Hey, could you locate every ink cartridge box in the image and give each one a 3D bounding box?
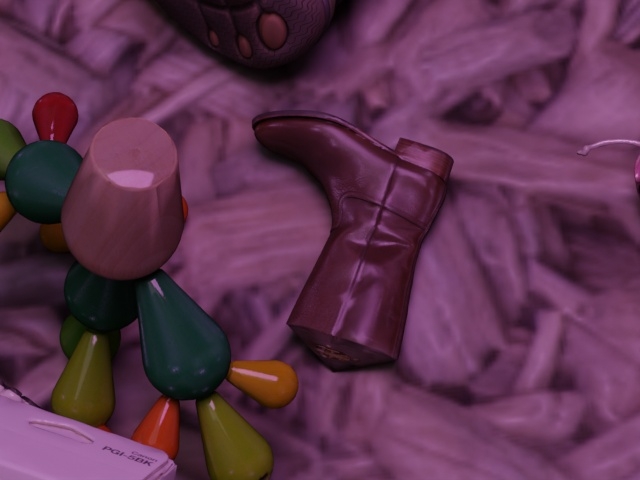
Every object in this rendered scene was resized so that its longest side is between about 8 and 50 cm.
[{"bbox_3d":[-0.125,0.144,0.624,0.099,0.056,0.135,16,104,16],"label":"ink cartridge box"}]

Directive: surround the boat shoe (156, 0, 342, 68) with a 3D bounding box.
[{"bbox_3d":[-0.100,-0.233,0.803,0.355,0.132,0.130,43,67,16],"label":"boat shoe"}]

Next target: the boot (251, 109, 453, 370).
[{"bbox_3d":[0.000,0.000,0.719,0.106,0.037,0.114,14,73,17],"label":"boot"}]

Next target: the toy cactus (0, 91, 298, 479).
[{"bbox_3d":[-0.079,0.010,0.655,0.112,0.180,0.219,-20,68,-23],"label":"toy cactus"}]

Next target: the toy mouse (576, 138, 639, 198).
[{"bbox_3d":[0.205,-0.025,0.697,0.161,0.031,0.143,-11,64,4],"label":"toy mouse"}]

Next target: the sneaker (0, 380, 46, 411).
[{"bbox_3d":[-0.207,0.081,0.699,0.162,0.063,0.073,19,73,17],"label":"sneaker"}]
